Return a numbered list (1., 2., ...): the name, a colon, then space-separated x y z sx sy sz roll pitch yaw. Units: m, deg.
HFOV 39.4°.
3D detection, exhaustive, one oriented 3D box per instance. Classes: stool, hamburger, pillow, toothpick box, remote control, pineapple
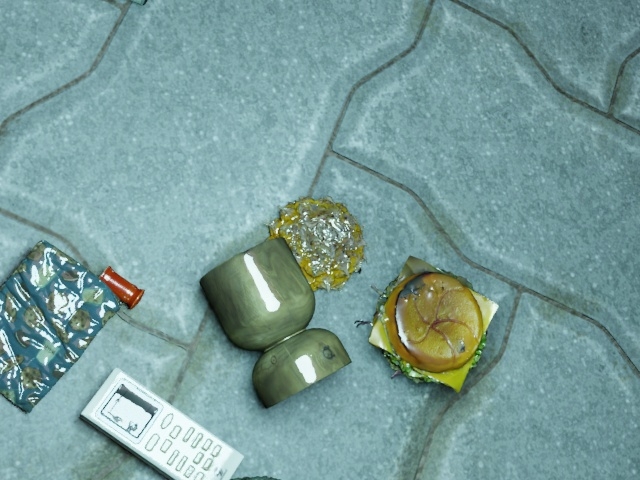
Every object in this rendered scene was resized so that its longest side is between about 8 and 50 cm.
1. stool: -0.083 0.147 1.620 0.179 0.179 0.264 -26 82 -23
2. hamburger: 0.201 0.165 1.723 0.262 0.138 0.243 35 65 -5
3. pillow: -0.491 0.145 1.555 0.189 0.034 0.255 40 75 -3
4. toothpick box: -0.363 0.087 1.624 0.083 0.047 0.047 35 67 -5
5. remote control: -0.276 0.343 1.566 0.277 0.055 0.103 36 66 -4
6. pineapple: 0.000 0.000 1.748 0.225 0.076 0.224 5 71 -14

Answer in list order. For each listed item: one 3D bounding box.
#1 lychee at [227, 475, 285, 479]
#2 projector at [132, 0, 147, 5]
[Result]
1. lychee: -0.095 0.512 1.465 0.255 0.255 0.274 -1 114 -17
2. projector: -0.486 -0.575 1.758 0.338 0.108 0.108 21 68 -10
